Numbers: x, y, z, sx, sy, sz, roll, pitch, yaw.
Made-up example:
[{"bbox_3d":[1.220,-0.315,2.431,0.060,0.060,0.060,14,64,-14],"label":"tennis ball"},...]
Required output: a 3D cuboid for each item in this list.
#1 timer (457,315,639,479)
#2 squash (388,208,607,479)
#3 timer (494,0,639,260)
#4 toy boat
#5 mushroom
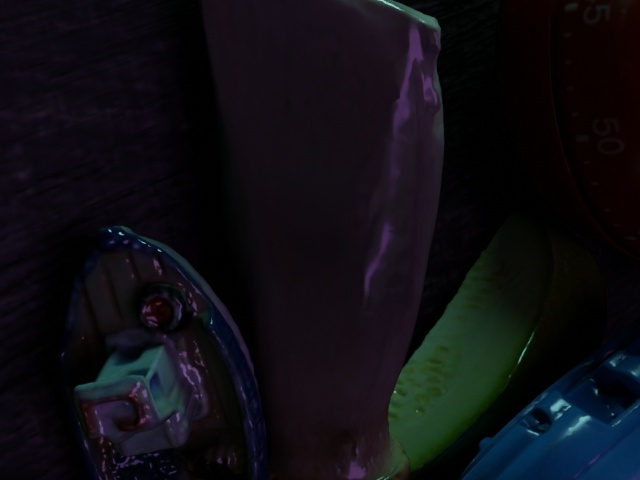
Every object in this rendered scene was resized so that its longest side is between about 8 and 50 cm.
[{"bbox_3d":[0.224,0.189,0.768,0.340,0.115,0.309,-31,156,-25],"label":"timer"},{"bbox_3d":[0.133,0.091,0.765,0.288,0.111,0.203,-11,102,-42],"label":"squash"},{"bbox_3d":[0.324,-0.165,0.790,0.378,0.279,0.378,-6,100,-39],"label":"timer"},{"bbox_3d":[-0.094,0.119,0.547,0.115,0.114,0.262,-83,161,-63],"label":"toy boat"},{"bbox_3d":[0.009,-0.003,0.619,0.137,0.154,0.407,-79,165,-73],"label":"mushroom"}]
